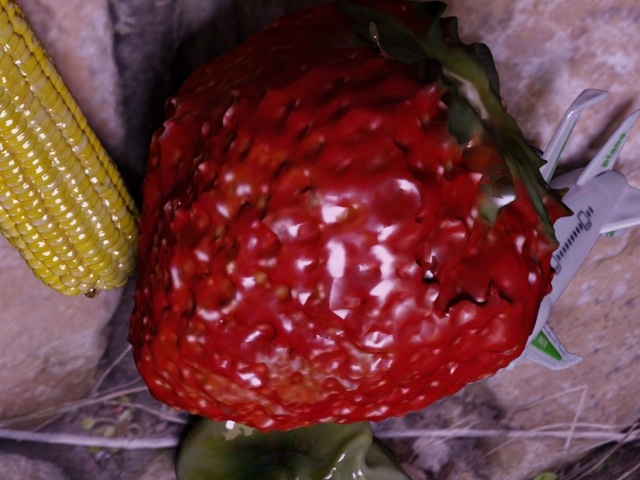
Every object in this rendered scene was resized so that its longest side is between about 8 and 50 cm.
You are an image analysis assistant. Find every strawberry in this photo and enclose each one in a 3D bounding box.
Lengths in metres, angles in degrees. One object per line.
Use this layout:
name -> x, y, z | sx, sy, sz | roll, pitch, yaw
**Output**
strawberry -> 0.000, 0.000, 1.019 | 0.277, 0.257, 0.257 | -34, 137, 22

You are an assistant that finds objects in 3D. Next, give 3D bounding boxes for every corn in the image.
corn -> -0.171, -0.056, 0.994 | 0.081, 0.081, 0.248 | -28, 136, -2

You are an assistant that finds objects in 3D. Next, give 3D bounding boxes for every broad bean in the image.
broad bean -> -0.020, 0.174, 1.290 | 0.206, 0.072, 0.153 | 33, 107, -30

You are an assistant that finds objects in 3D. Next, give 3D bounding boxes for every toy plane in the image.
toy plane -> 0.134, 0.016, 1.176 | 0.255, 0.101, 0.251 | -39, 143, -31
